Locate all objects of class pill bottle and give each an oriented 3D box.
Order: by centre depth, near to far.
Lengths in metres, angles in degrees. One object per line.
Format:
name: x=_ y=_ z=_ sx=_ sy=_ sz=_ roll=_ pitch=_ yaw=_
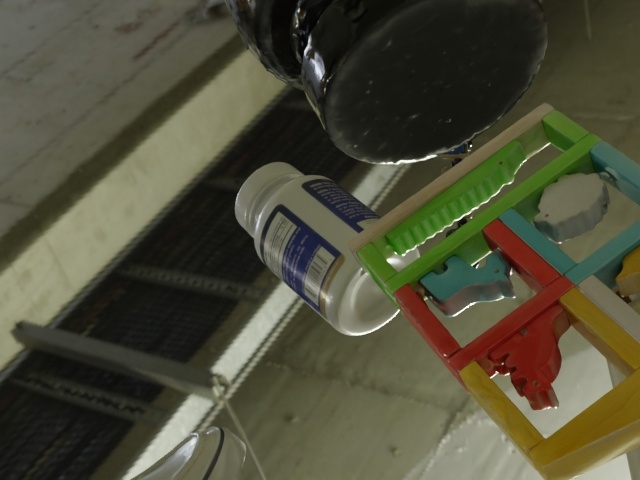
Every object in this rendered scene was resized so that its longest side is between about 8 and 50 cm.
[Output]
pill bottle: x=0.007 y=-0.143 z=0.432 sx=0.123 sy=0.123 sz=0.219 roll=-22 pitch=-123 yaw=-4
pill bottle: x=0.000 y=0.000 z=0.987 sx=0.112 sy=0.112 sz=0.187 roll=-33 pitch=-131 yaw=-19

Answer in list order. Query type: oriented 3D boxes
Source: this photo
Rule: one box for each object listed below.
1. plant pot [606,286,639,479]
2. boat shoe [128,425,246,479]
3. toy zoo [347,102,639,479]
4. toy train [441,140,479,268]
plant pot: x=0.399 y=0.160 z=0.876 sx=0.334 sy=0.305 sz=0.334 roll=-21 pitch=-171 yaw=3
boat shoe: x=-0.171 y=0.227 z=0.728 sx=0.267 sy=0.088 sz=0.096 roll=-44 pitch=-165 yaw=-9
toy zoo: x=0.164 y=0.032 z=0.654 sx=0.192 sy=0.030 sz=0.293 roll=-35 pitch=-138 yaw=-4
toy train: x=0.118 y=-0.044 z=0.859 sx=0.027 sy=0.158 sz=0.036 roll=1 pitch=-168 yaw=29
